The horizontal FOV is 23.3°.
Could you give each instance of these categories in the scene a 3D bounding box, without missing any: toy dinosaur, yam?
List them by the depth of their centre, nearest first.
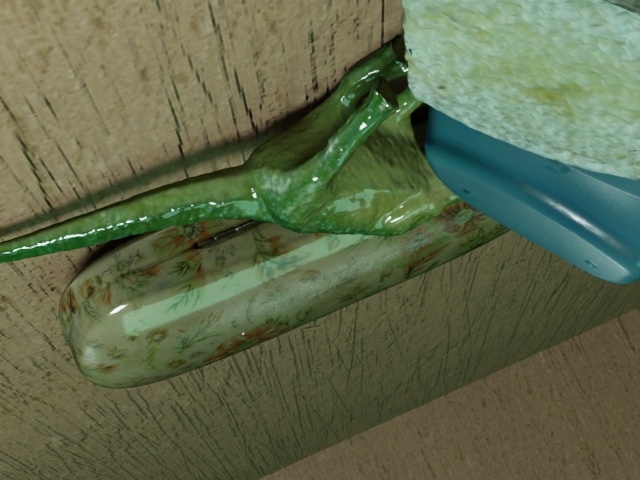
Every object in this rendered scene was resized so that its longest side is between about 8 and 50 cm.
[{"bbox_3d":[0.171,-0.166,0.621,0.202,0.201,0.271,63,51,-79],"label":"yam"},{"bbox_3d":[-0.022,-0.014,1.092,0.447,0.087,0.301,20,128,-44],"label":"toy dinosaur"}]

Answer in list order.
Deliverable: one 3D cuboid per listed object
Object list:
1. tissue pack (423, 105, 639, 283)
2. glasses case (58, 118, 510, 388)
[{"bbox_3d":[0.172,-0.115,0.883,0.206,0.198,0.287,-55,164,-9],"label":"tissue pack"},{"bbox_3d":[0.000,0.000,1.224,0.425,0.098,0.156,-23,158,-12],"label":"glasses case"}]
